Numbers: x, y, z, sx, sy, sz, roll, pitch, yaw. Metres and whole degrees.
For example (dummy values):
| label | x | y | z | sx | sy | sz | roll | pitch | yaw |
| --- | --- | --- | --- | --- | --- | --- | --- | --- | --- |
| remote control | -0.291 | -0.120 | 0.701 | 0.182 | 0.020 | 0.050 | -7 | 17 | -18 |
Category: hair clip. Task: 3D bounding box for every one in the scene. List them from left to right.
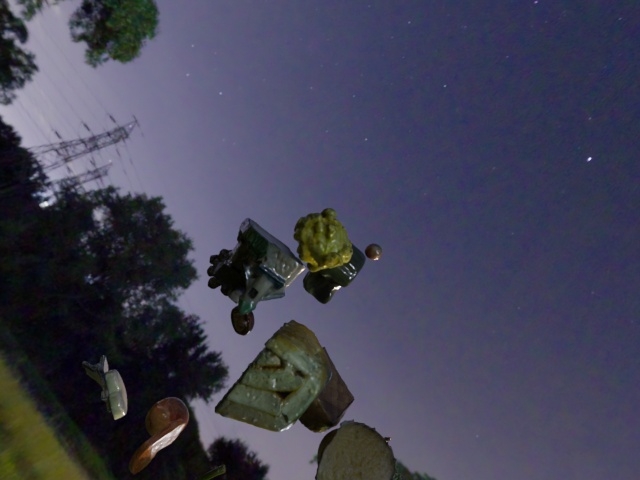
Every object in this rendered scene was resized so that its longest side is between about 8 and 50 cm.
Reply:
| label | x | y | z | sx | sy | sz | roll | pitch | yaw |
| --- | --- | --- | --- | --- | --- | --- | --- | --- | --- |
| hair clip | -0.566 | 0.400 | 1.129 | 0.218 | 0.071 | 0.159 | 31 | -46 | 43 |

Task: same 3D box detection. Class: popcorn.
| label | x | y | z | sx | sy | sz | roll | pitch | yaw |
| --- | --- | --- | --- | --- | --- | --- | --- | --- | --- |
| popcorn | 0.000 | 0.000 | 1.782 | 0.241 | 0.235 | 0.250 | -19 | -82 | 18 |

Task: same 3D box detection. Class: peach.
| label | x | y | z | sx | sy | sz | roll | pitch | yaw |
| --- | --- | --- | --- | --- | --- | --- | --- | --- | --- |
| peach | -0.685 | 0.792 | 1.872 | 0.184 | 0.184 | 0.184 | 35 | -37 | 32 |
| peach | 0.247 | 0.054 | 1.966 | 0.083 | 0.083 | 0.083 | 35 | -37 | 32 |

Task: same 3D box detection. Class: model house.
| label | x | y | z | sx | sy | sz | roll | pitch | yaw |
| --- | --- | --- | --- | --- | --- | --- | --- | --- | --- |
| model house | -0.234 | 0.105 | 1.474 | 0.243 | 0.284 | 0.298 | 35 | 1 | -17 |

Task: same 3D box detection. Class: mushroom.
| label | x | y | z | sx | sy | sz | roll | pitch | yaw |
| --- | --- | --- | --- | --- | --- | --- | --- | --- | --- |
| mushroom | -0.326 | 0.326 | 1.733 | 0.127 | 0.087 | 0.127 | 2 | -87 | 38 |

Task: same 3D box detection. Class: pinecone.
| label | x | y | z | sx | sy | sz | roll | pitch | yaw |
| --- | --- | --- | --- | --- | --- | --- | --- | --- | --- |
| pinecone | -0.358 | 0.136 | 1.764 | 0.201 | 0.228 | 0.203 | -158 | -97 | -80 |

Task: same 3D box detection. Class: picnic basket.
| label | x | y | z | sx | sy | sz | roll | pitch | yaw |
| --- | --- | --- | --- | --- | --- | --- | --- | --- | --- |
| picnic basket | -0.069 | 0.661 | 1.804 | 0.337 | 0.293 | 0.338 | 5 | -79 | 28 |

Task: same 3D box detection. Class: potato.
| label | x | y | z | sx | sy | sz | roll | pitch | yaw |
| --- | --- | --- | --- | --- | --- | --- | --- | --- | --- |
| potato | 0.133 | 0.840 | 1.615 | 0.288 | 0.301 | 0.237 | 35 | -14 | 22 |

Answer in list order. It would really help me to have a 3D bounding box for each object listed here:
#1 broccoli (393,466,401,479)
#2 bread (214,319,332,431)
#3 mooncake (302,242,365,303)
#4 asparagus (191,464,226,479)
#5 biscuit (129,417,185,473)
| label | x | y | z | sx | sy | sz | roll | pitch | yaw |
| --- | --- | --- | --- | --- | --- | --- | --- | --- | --- |
| broccoli | 0.256 | 1.288 | 2.273 | 0.272 | 0.324 | 0.334 | 20 | -39 | 60 |
| bread | -0.140 | 0.495 | 1.425 | 0.264 | 0.395 | 0.239 | 38 | 4 | 1 |
| mooncake | 0.069 | 0.146 | 2.174 | 0.187 | 0.351 | 0.351 | 41 | -31 | -2 |
| asparagus | -0.384 | 0.710 | 1.209 | 0.024 | 0.248 | 0.025 | 62 | -1 | 19 |
| biscuit | -0.574 | 0.717 | 1.470 | 0.036 | 0.192 | 0.186 | 41 | -55 | 20 |
